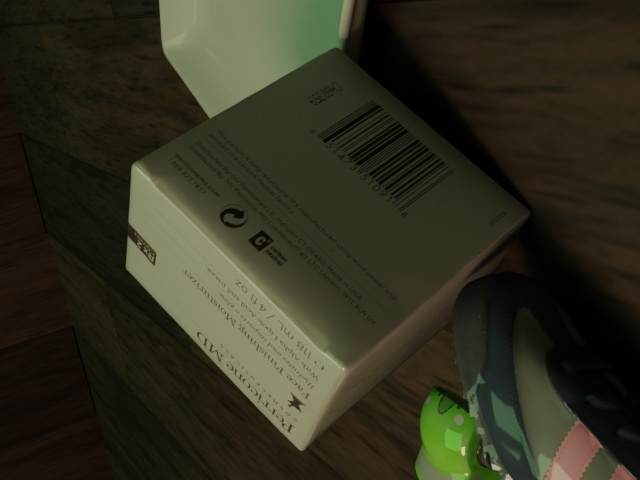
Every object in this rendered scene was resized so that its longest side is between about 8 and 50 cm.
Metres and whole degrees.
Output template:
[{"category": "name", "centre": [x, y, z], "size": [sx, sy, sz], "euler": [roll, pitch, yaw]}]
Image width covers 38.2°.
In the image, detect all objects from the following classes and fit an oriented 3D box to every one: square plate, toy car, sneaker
[{"category": "square plate", "centre": [-0.053, -0.219, 0.770], "size": [0.344, 0.049, 0.347], "euler": [53, 149, 37]}, {"category": "toy car", "centre": [0.115, 0.186, 0.601], "size": [0.239, 0.053, 0.225], "euler": [26, 152, 57]}, {"category": "sneaker", "centre": [0.185, 0.139, 0.487], "size": [0.131, 0.112, 0.319], "euler": [-41, 66, 40]}]

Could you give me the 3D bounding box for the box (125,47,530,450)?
[{"category": "box", "centre": [0.000, 0.000, 0.601], "size": [0.181, 0.182, 0.119], "euler": [43, 147, 16]}]
